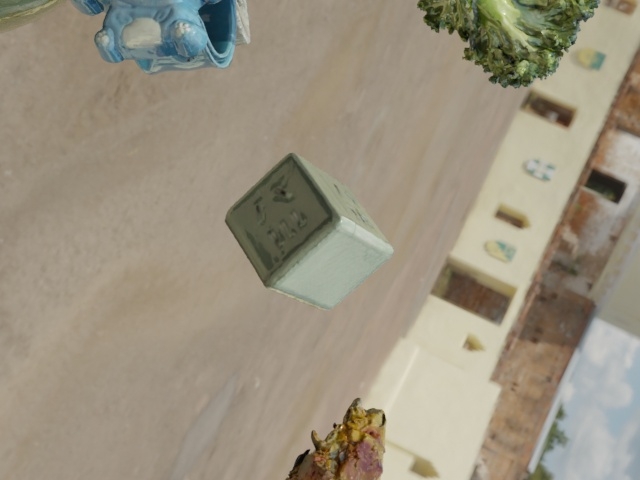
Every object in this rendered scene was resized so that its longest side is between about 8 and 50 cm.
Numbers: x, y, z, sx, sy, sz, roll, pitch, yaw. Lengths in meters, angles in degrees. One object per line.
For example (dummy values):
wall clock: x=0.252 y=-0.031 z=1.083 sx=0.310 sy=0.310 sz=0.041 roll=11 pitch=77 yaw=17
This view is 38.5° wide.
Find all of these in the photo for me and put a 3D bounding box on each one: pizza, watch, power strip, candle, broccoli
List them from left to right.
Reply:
watch: x=-0.160 y=-0.261 z=0.991 sx=0.211 sy=0.211 sz=0.193 roll=-64 pitch=166 yaw=-2
candle: x=-0.168 y=-0.412 z=1.559 sx=0.192 sy=0.068 sz=0.168 roll=-80 pitch=160 yaw=-67
power strip: x=0.000 y=0.000 z=1.259 sx=0.139 sy=0.140 sz=0.224 roll=-43 pitch=148 yaw=12
pizza: x=0.013 y=0.344 z=1.173 sx=0.229 sy=0.081 sz=0.289 roll=29 pitch=80 yaw=-55
broccoli: x=0.135 y=-0.283 z=0.977 sx=0.361 sy=0.221 sz=0.252 roll=-22 pitch=139 yaw=-28

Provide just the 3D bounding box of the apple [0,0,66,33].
apple: x=-0.509 y=-0.473 z=1.186 sx=0.473 sy=0.474 sz=0.473 roll=-61 pitch=170 yaw=-20
